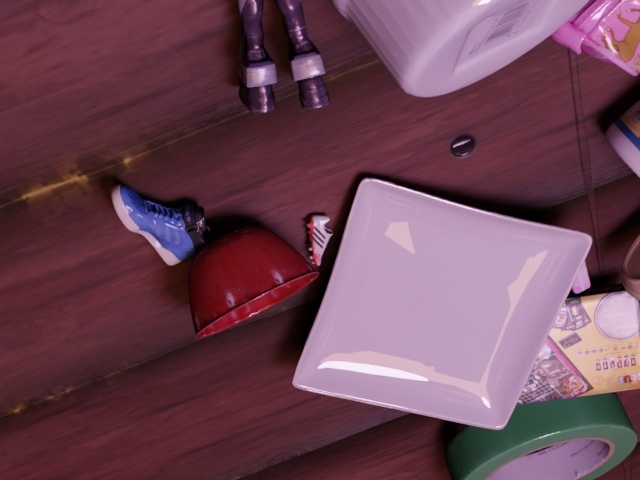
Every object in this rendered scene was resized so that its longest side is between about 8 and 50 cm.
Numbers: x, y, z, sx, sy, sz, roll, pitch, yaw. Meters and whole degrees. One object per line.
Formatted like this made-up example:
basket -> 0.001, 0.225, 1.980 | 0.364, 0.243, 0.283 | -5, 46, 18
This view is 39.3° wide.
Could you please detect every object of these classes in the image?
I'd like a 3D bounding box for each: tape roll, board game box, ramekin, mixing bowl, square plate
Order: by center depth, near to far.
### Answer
ramekin -> 0.159, -0.266, 0.904 | 0.277, 0.135, 0.277 | -29, 170, -6
mixing bowl -> -0.104, 0.044, 1.171 | 0.181, 0.098, 0.181 | -28, 173, -4
square plate -> 0.167, 0.097, 1.293 | 0.344, 0.049, 0.347 | 14, 114, -10
board game box -> 0.373, 0.163, 1.391 | 0.243, 0.042, 0.165 | -7, 102, 2
tape roll -> 0.378, 0.362, 1.546 | 0.321, 0.077, 0.321 | -11, 145, -8

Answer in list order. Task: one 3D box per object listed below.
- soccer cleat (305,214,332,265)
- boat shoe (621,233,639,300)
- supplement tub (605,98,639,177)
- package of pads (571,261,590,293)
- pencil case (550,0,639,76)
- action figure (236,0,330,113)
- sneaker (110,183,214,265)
soccer cleat -> 0.000, 0.000, 1.234 | 0.035, 0.029, 0.083 | -9, 125, -3
boat shoe -> 0.541, -0.063, 1.264 | 0.341, 0.121, 0.110 | -49, 126, 3
supplement tub -> 0.493, -0.156, 1.171 | 0.144, 0.144, 0.199 | 32, 114, -33
package of pads -> 0.381, 0.035, 1.353 | 0.032, 0.050, 0.083 | -24, 131, 3
pencil case -> 0.410, -0.361, 0.978 | 0.167, 0.160, 0.386 | 22, 120, -30
action figure -> -0.061, -0.277, 0.958 | 0.185, 0.099, 0.285 | -7, 126, -1
sneaker -> -0.192, -0.032, 1.133 | 0.084, 0.058, 0.152 | -25, 134, 12
